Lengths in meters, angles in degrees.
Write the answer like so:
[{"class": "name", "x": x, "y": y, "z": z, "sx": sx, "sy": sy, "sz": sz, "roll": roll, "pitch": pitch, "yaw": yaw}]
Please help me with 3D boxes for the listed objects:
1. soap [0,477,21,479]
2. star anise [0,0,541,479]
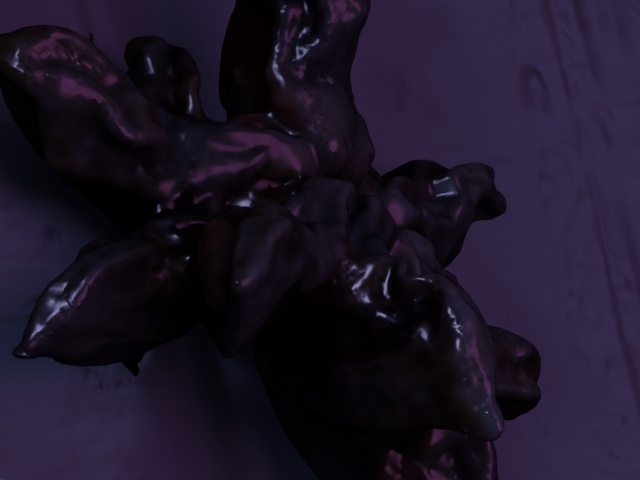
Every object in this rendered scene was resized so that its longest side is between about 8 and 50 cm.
[{"class": "soap", "x": -0.122, "y": 0.180, "z": 0.332, "sx": 0.094, "sy": 0.150, "sz": 0.261, "roll": 13, "pitch": 67, "yaw": -43}, {"class": "star anise", "x": 0.001, "y": 0.004, "z": 0.573, "sx": 0.283, "sy": 0.129, "sz": 0.212, "roll": 45, "pitch": 30, "yaw": -34}]
